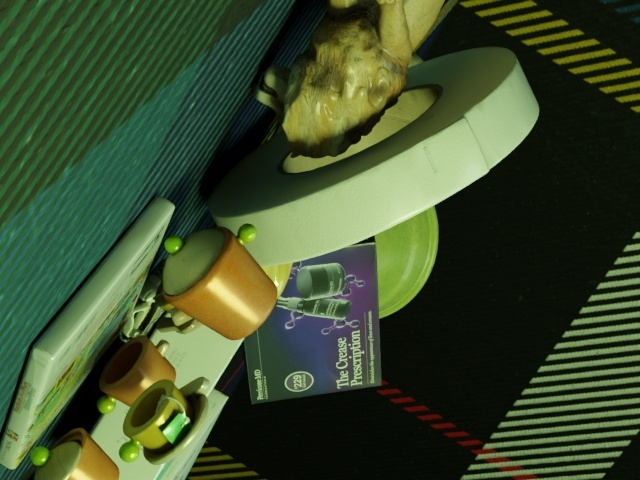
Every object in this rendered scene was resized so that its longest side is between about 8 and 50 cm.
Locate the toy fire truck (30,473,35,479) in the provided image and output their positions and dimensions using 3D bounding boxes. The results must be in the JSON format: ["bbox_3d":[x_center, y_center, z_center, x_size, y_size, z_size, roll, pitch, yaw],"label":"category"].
[{"bbox_3d":[-0.342,0.397,1.924,0.217,0.158,0.246,-43,155,-78],"label":"toy fire truck"}]

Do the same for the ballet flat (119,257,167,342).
[{"bbox_3d":[-0.192,0.070,1.827,0.114,0.041,0.041,-60,176,20],"label":"ballet flat"}]

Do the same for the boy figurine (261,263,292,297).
[{"bbox_3d":[-0.005,-0.022,2.000,0.177,0.092,0.285,4,-143,48],"label":"boy figurine"}]

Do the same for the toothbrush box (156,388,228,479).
[{"bbox_3d":[-0.271,0.341,2.367,0.216,0.126,0.295,-54,174,-46],"label":"toothbrush box"}]

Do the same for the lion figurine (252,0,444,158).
[{"bbox_3d":[0.087,-0.268,1.739,0.392,0.142,0.240,-47,157,-23],"label":"lion figurine"}]

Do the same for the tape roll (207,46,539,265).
[{"bbox_3d":[0.058,-0.098,1.846,0.392,0.072,0.392,-25,-164,8],"label":"tape roll"}]

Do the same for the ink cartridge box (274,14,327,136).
[{"bbox_3d":[0.057,-0.268,2.113,0.261,0.066,0.296,-54,175,-36],"label":"ink cartridge box"}]

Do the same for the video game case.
[{"bbox_3d":[-0.228,0.089,1.588,0.227,0.026,0.206,-56,176,-41],"label":"video game case"}]

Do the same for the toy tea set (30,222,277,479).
[{"bbox_3d":[-0.182,0.115,1.652,0.200,0.124,0.336,-11,-137,52],"label":"toy tea set"}]

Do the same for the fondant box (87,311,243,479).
[{"bbox_3d":[-0.193,0.178,1.990,0.238,0.096,0.330,-58,-175,-3],"label":"fondant box"}]

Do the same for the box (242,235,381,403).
[{"bbox_3d":[-0.018,0.082,2.163,0.103,0.184,0.261,-99,-177,-49],"label":"box"}]

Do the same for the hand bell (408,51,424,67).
[{"bbox_3d":[0.094,-0.295,2.339,0.126,0.126,0.242,-56,163,-23],"label":"hand bell"}]

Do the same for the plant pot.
[{"bbox_3d":[0.000,0.000,2.361,0.276,0.276,0.254,-59,164,18],"label":"plant pot"}]
